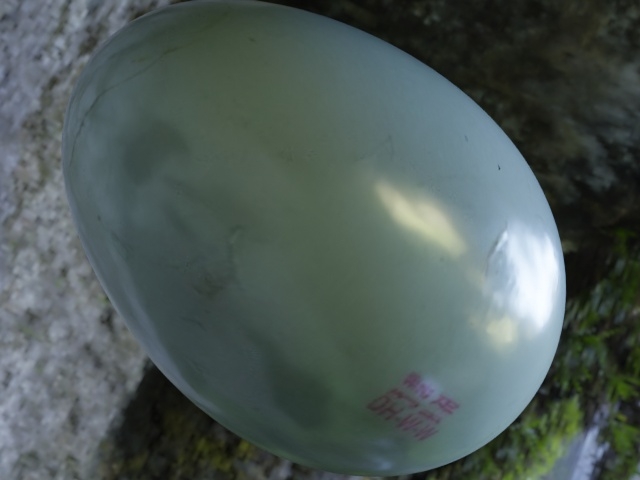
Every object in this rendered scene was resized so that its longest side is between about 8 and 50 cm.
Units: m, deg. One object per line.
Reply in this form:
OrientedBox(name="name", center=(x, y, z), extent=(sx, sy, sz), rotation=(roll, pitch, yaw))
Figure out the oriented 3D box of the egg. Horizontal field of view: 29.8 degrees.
OrientedBox(name="egg", center=(0.000, 0.000, 0.534), extent=(0.182, 0.183, 0.264), rotation=(0, -32, 49))
